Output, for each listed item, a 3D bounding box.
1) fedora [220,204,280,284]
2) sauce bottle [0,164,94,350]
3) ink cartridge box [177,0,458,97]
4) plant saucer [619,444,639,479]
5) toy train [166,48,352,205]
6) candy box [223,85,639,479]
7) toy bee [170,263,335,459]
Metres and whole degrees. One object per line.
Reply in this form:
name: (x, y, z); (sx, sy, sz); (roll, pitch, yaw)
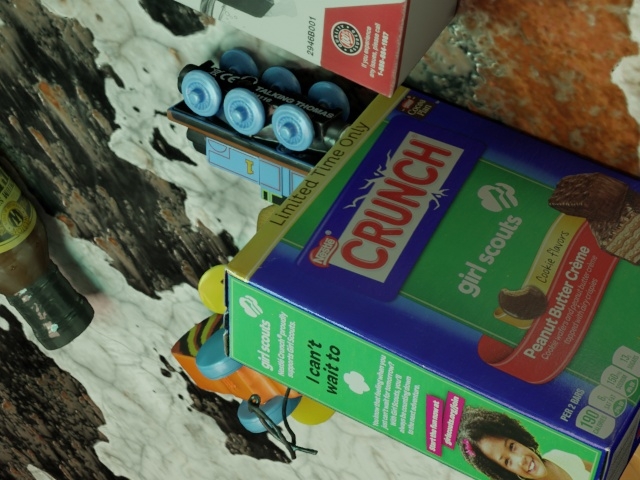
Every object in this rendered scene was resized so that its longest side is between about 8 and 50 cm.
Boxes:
fedora: (0.000, 0.000, 1.498); (0.194, 0.194, 0.079); (-5, 93, 43)
sauce bottle: (-0.368, -0.029, 1.787); (0.111, 0.111, 0.344); (-10, 126, 46)
ink cartridge box: (-0.031, -0.256, 1.237); (0.273, 0.114, 0.197); (27, 144, 16)
plant saucer: (0.258, 0.212, 1.585); (0.200, 0.037, 0.200); (22, 141, 19)
toy train: (-0.049, -0.094, 1.443); (0.184, 0.080, 0.105); (22, 127, 28)
candy box: (0.125, 0.039, 1.304); (0.317, 0.268, 0.122); (23, 139, 19)
toy bee: (-0.029, 0.117, 1.653); (0.298, 0.162, 0.195); (37, 163, 46)
